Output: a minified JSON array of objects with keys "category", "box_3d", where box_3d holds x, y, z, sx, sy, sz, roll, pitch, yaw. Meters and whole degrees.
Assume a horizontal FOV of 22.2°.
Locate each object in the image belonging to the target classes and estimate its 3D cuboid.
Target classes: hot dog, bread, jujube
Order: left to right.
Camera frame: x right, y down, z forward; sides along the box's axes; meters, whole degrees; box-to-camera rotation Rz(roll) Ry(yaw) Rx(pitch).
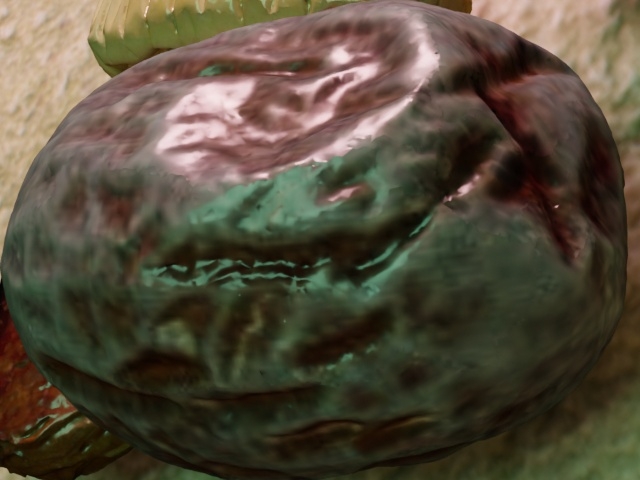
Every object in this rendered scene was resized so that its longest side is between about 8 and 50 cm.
[{"category":"hot dog","box_3d":[-0.142,0.041,0.998,0.160,0.099,0.227,-10,62,36]},{"category":"bread","box_3d":[-0.022,-0.137,0.956,0.236,0.140,0.106,-3,64,36]},{"category":"jujube","box_3d":[0.005,0.005,0.817,0.308,0.215,0.246,2,39,39]}]
